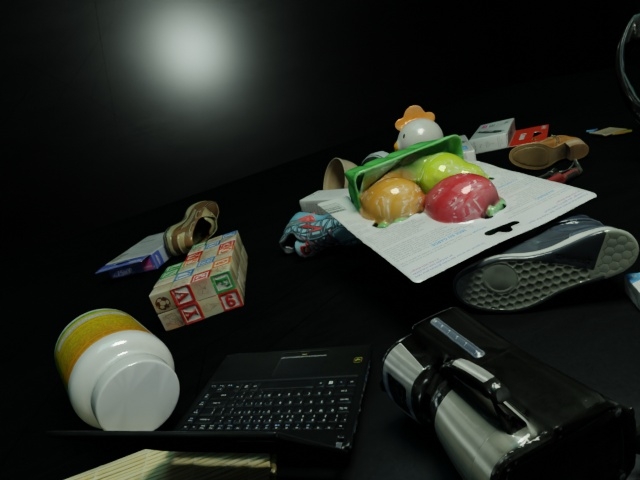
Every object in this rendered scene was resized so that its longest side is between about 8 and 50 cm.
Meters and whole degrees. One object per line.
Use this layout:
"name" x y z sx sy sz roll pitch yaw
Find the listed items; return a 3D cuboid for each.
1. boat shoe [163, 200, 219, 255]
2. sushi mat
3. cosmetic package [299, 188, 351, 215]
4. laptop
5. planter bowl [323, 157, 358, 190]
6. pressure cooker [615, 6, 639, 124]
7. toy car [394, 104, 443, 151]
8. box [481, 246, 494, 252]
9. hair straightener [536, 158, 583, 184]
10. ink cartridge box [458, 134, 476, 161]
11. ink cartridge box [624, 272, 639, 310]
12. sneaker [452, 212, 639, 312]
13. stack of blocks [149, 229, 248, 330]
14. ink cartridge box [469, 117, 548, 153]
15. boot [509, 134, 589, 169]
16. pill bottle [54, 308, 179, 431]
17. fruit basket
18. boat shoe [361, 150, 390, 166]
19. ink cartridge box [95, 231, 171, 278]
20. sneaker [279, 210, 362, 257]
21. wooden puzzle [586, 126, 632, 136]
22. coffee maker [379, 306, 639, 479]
"boat shoe" -0.424 -0.047 1.430 0.120 0.122 0.324 -7 29 15
"sushi mat" -0.200 0.283 0.438 0.317 0.019 0.151 -19 18 -4
"cosmetic package" 0.061 -0.068 1.039 0.085 0.117 0.231 -33 23 -35
"laptop" -0.085 0.157 0.447 0.235 0.136 0.264 -9 20 20
"planter bowl" 0.090 -0.176 1.283 0.109 0.162 0.162 1 11 -24
"pressure cooker" 0.855 -0.382 0.812 0.421 0.375 0.370 -8 24 24
"toy car" 0.236 -0.214 1.015 0.211 0.237 0.219 -14 1 4
"box" 0.241 -0.027 0.853 0.183 0.056 0.231 -14 20 13
"hair straightener" 0.535 -0.150 0.947 0.230 0.047 0.089 -29 22 -30
"ink cartridge box" 0.401 -0.291 1.436 0.261 0.066 0.296 -11 20 17
"ink cartridge box" 0.429 0.058 0.490 0.083 0.028 0.048 -10 21 20
"sneaker" 0.314 0.028 0.604 0.226 0.086 0.163 -19 8 21
"stack of blocks" -0.272 0.080 0.960 0.171 0.087 0.297 -19 19 -2
"ink cartridge box" 0.697 -0.397 1.480 0.239 0.060 0.275 -6 22 33
"boot" 0.621 -0.254 1.131 0.197 0.072 0.152 -1 24 11
"pill bottle" -0.304 0.192 0.601 0.136 0.136 0.246 -31 23 -33
"fruit basket" 0.205 -0.059 0.714 0.327 0.165 0.353 -24 34 -14
"boat shoe" 0.194 -0.215 1.317 0.119 0.121 0.335 -25 20 -12
"ink cartridge box" -0.589 0.045 1.380 0.186 0.065 0.311 -13 17 15
"sneaker" 0.000 0.000 0.973 0.262 0.104 0.125 -1 42 49
"wooden puzzle" 0.856 -0.322 1.198 0.079 0.014 0.116 -10 20 9
"coffee maker" 0.169 0.148 0.374 0.171 0.120 0.178 1 14 -18
